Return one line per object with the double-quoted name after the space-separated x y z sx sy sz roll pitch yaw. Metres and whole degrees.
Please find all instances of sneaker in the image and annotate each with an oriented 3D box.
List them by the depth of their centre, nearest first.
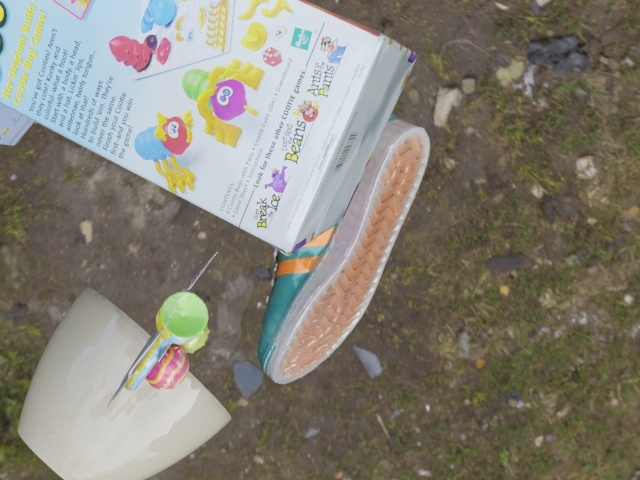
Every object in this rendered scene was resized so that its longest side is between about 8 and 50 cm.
0.000 0.000 0.771 0.108 0.121 0.302 18 101 -54 "sneaker"

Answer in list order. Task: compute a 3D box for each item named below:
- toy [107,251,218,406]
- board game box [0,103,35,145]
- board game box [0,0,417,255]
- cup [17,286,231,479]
-0.151 0.109 0.742 0.056 0.137 0.237 34 153 -3 "toy"
-0.316 -0.172 0.702 0.281 0.145 0.027 -29 70 42 "board game box"
-0.093 -0.125 0.508 0.275 0.142 0.144 28 106 9 "board game box"
-0.348 0.273 1.195 0.237 0.331 0.331 -47 109 -19 "cup"
